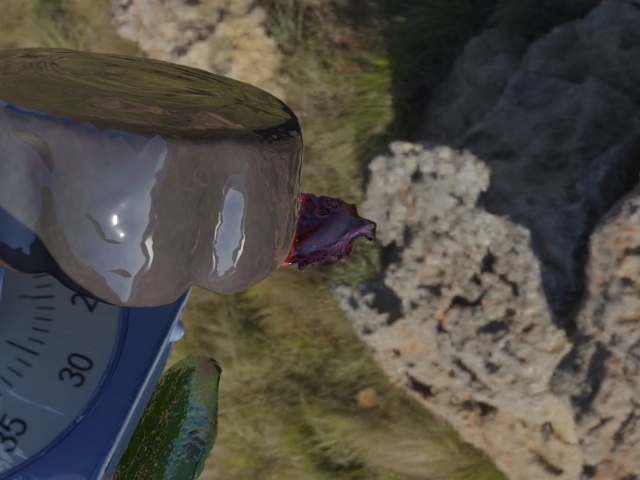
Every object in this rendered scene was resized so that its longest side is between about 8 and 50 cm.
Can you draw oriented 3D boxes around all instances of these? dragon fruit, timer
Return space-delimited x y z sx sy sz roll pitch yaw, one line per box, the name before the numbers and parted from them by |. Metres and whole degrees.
dragon fruit | -0.001 0.002 1.317 0.131 0.063 0.097 11 124 4
timer | -0.302 0.059 0.788 0.395 0.395 0.173 59 148 23

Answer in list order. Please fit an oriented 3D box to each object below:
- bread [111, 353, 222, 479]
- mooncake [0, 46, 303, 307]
bread | -0.183 0.254 1.115 0.301 0.045 0.301 -55 19 29
mooncake | -0.128 -0.053 0.740 0.245 0.245 0.133 30 122 40
